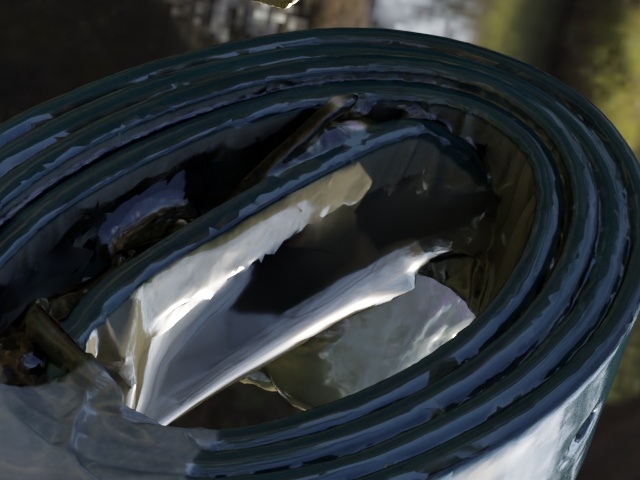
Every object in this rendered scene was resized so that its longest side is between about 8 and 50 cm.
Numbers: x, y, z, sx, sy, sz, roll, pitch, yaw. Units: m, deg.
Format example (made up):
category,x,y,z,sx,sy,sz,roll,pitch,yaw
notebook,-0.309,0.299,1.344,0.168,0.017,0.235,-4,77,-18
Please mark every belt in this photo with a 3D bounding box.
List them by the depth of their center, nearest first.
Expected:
category,x,y,z,sx,sy,sz,roll,pitch,yaw
belt,-0.029,0.050,0.945,0.436,0.300,0.173,-27,143,-28

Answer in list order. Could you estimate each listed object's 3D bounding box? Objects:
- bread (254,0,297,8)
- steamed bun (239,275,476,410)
category,x,y,z,sx,sy,sz,roll,pitch,yaw
bread,-0.021,-0.285,1.460,0.125,0.068,0.188,-65,165,-48
steamed bun,0.000,0.000,1.465,0.275,0.320,0.206,-99,-154,-67
